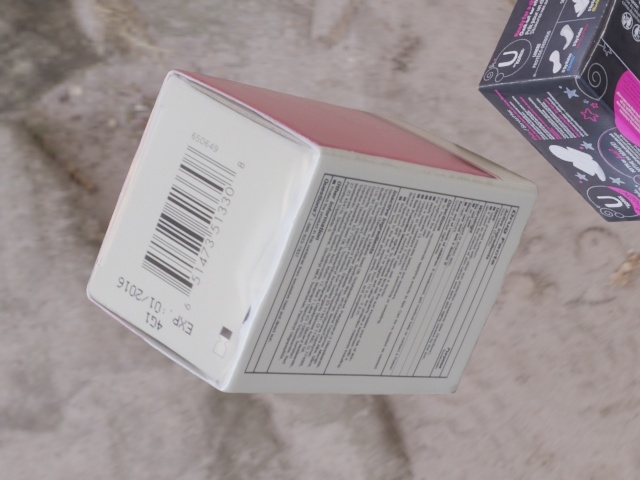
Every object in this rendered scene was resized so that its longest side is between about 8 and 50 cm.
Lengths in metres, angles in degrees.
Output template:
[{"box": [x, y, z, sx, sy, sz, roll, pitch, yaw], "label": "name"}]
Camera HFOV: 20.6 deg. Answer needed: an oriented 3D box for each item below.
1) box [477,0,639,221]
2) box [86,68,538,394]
[{"box": [0.306, -0.153, 1.813, 0.142, 0.247, 0.163, -2, 56, 48], "label": "box"}, {"box": [0.000, 0.000, 1.051, 0.127, 0.232, 0.149, 30, 103, 35], "label": "box"}]
